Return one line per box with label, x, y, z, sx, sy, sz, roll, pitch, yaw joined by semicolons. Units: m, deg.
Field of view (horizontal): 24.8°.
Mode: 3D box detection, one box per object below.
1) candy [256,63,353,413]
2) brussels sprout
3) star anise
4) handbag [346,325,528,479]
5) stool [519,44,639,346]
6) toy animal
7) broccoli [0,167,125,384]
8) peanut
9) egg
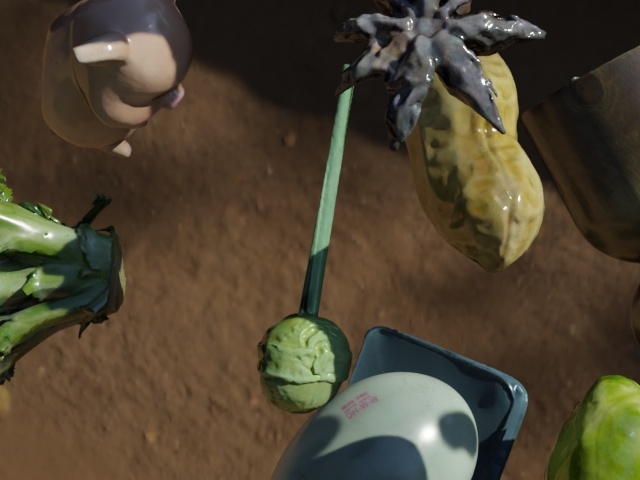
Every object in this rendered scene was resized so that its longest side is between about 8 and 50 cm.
candy;0.000;0.000;1.376;0.093;0.092;0.335;7;99;-7
brussels sprout;0.344;0.260;1.711;0.161;0.223;0.223;1;57;17
star anise;0.095;-0.169;1.206;0.181;0.061;0.204;27;77;13
handbag;0.142;0.227;1.898;0.229;0.062;0.179;20;91;28
stool;0.308;-0.034;1.247;0.179;0.179;0.264;-27;87;-15
toy animal;-0.224;-0.192;1.578;0.154;0.250;0.166;25;61;-19
broccoli;-0.343;0.030;1.485;0.284;0.321;0.303;-3;103;5
peanut;0.155;-0.103;1.556;0.147;0.147;0.305;-8;66;-5
egg;0.055;0.257;1.624;0.264;0.183;0.183;-37;64;-7
